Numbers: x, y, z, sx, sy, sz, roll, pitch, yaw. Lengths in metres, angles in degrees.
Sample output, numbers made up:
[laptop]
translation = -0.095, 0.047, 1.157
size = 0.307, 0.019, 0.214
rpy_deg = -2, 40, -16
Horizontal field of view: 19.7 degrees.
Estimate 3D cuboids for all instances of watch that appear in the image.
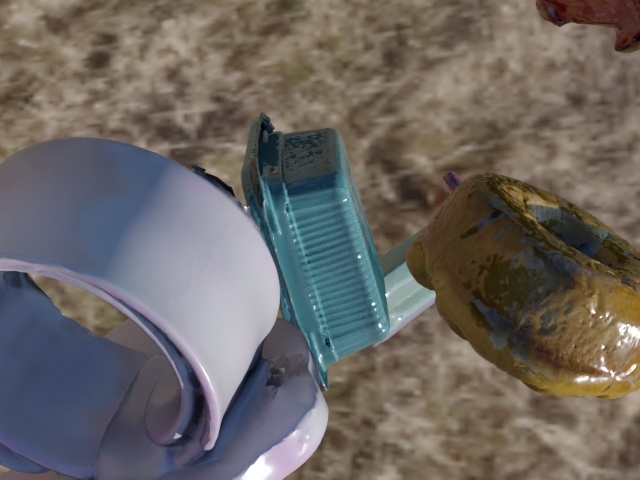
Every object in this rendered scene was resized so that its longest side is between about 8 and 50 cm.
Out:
[watch]
translation = -0.133, 0.053, 1.051
size = 0.217, 0.248, 0.211
rpy_deg = 57, 40, -27

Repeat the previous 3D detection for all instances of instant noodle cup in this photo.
[instant noodle cup]
translation = 0.000, 0.000, 1.321
size = 0.070, 0.157, 0.179
rpy_deg = -15, 111, 6

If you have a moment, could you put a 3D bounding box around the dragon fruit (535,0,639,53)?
[dragon fruit]
translation = 0.303, -0.301, 1.711
size = 0.231, 0.303, 0.237
rpy_deg = 48, 45, -11

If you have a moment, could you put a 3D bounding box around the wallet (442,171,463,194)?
[wallet]
translation = 0.218, 0.026, 2.166
size = 0.025, 0.232, 0.119
rpy_deg = -35, 159, 3

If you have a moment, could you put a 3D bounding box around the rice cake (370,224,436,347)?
[rice cake]
translation = 0.117, 0.020, 1.846
size = 0.222, 0.042, 0.080
rpy_deg = -36, 127, -34

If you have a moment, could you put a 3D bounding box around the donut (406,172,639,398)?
[donut]
translation = 0.187, 0.038, 1.540
size = 0.227, 0.226, 0.113
rpy_deg = 16, 113, -39
